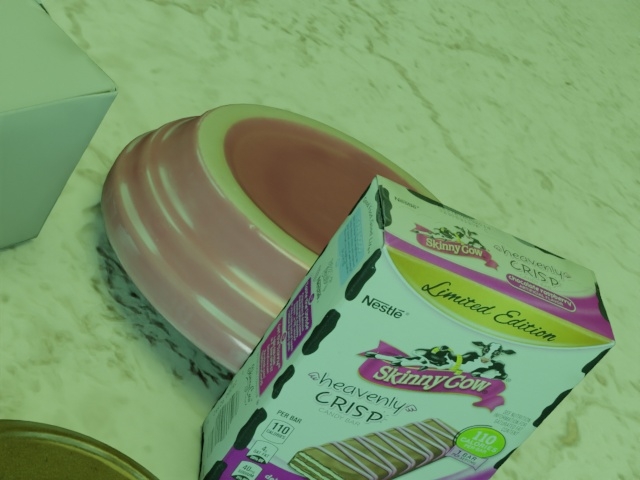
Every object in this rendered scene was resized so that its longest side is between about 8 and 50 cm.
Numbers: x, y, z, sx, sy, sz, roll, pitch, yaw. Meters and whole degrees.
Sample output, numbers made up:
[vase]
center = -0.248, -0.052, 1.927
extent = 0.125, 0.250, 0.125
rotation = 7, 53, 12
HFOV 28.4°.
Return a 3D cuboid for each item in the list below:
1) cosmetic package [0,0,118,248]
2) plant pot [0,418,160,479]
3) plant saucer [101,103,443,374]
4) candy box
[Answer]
[cosmetic package]
center = -0.323, -0.071, 0.731
extent = 0.197, 0.155, 0.365
rotation = 46, 33, 16
[plant pot]
center = -0.145, 0.183, 0.674
extent = 0.236, 0.032, 0.236
rotation = 24, 34, -17
[plant saucer]
center = 0.000, 0.000, 0.967
extent = 0.332, 0.084, 0.332
rotation = 25, 26, -13
[candy box]
center = 0.045, 0.090, 0.778
extent = 0.159, 0.233, 0.071
rotation = 22, 34, -18
